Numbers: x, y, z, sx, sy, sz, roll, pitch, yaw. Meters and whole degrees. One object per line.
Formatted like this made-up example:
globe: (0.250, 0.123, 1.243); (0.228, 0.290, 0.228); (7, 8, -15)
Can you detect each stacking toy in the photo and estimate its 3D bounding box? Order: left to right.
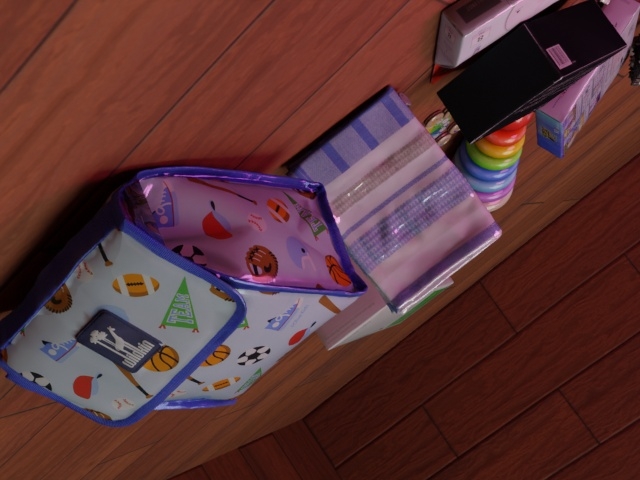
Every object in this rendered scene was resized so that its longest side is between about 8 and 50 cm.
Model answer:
stacking toy: (0.322, -0.186, 1.841); (0.141, 0.141, 0.330); (-31, 158, -17)

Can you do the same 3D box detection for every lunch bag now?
lunch bag: (-0.187, 0.075, 1.292); (0.385, 0.239, 0.328); (8, 138, -47)

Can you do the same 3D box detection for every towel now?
towel: (0.109, -0.054, 1.457); (0.209, 0.285, 0.034); (-37, -169, 6)

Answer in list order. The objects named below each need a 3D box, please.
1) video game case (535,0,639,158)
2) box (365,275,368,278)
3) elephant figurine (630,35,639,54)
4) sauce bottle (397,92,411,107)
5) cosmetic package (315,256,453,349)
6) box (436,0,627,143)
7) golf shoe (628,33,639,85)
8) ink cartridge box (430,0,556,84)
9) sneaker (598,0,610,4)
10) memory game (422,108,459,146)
video game case: (0.478, -0.291, 1.794); (0.244, 0.061, 0.269); (-58, 164, 0)
box: (0.115, -0.065, 1.600); (0.181, 0.182, 0.119); (-26, 164, -31)
elephant figurine: (0.749, -0.447, 1.945); (0.239, 0.186, 0.169); (-37, -147, 54)
sauce bottle: (0.082, -0.170, 1.478); (0.128, 0.042, 0.042); (-45, 163, 26)
cosmetic package: (0.127, 0.109, 2.260); (0.197, 0.155, 0.365); (-40, 166, 28)
box: (0.326, -0.262, 1.517); (0.184, 0.103, 0.261); (-39, 173, 41)
golf shoe: (0.669, -0.384, 1.829); (0.105, 0.120, 0.273); (-81, -167, -46)
ink cartridge box: (0.253, -0.302, 1.417); (0.189, 0.066, 0.232); (-34, 162, -7)
sneaker: (0.414, -0.401, 1.479); (0.071, 0.068, 0.170); (-58, 167, 21)
memory game: (0.193, -0.182, 1.746); (0.186, 0.012, 0.186); (-33, 166, -9)
